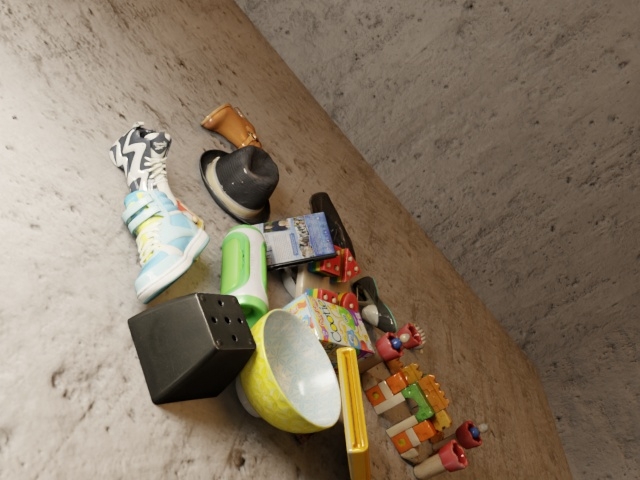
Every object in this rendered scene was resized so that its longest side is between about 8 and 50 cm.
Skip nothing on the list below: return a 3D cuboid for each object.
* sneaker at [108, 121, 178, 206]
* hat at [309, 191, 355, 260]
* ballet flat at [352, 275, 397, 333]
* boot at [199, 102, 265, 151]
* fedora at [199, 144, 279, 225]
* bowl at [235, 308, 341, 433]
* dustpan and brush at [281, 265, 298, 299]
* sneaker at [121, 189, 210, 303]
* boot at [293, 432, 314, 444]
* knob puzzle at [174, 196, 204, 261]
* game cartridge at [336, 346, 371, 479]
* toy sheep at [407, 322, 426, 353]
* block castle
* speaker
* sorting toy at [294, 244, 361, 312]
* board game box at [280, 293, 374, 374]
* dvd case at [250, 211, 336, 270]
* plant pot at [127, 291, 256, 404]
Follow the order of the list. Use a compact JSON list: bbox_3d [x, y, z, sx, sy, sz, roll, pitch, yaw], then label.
[{"bbox_3d":[-0.406,-0.189,1.404,0.235,0.153,0.094,54,31,14],"label":"sneaker"},{"bbox_3d":[0.000,0.000,2.012,0.331,0.134,0.331,48,32,-44],"label":"hat"},{"bbox_3d":[0.186,0.243,2.089,0.096,0.095,0.280,-6,38,-15],"label":"ballet flat"},{"bbox_3d":[-0.295,-0.358,2.010,0.220,0.109,0.283,57,14,-2],"label":"boot"},{"bbox_3d":[-0.226,-0.202,1.822,0.334,0.152,0.334,43,24,-25],"label":"fedora"},{"bbox_3d":[-0.098,0.316,1.297,0.289,0.156,0.289,49,21,-26],"label":"bowl"},{"bbox_3d":[-0.089,0.109,1.762,0.211,0.060,0.147,37,27,-36],"label":"dustpan and brush"},{"bbox_3d":[-0.379,0.000,1.260,0.208,0.127,0.319,49,15,-12],"label":"sneaker"},{"bbox_3d":[-0.054,0.429,1.400,0.114,0.037,0.106,53,19,11],"label":"boot"},{"bbox_3d":[-0.376,-0.058,1.470,0.213,0.030,0.213,43,25,-25],"label":"knob puzzle"},{"bbox_3d":[0.088,0.468,1.377,0.285,0.052,0.324,-95,176,-51],"label":"game cartridge"},{"bbox_3d":[0.379,0.387,2.273,0.132,0.091,0.091,63,23,8],"label":"toy sheep"},{"bbox_3d":[0.329,0.497,1.834,0.453,0.213,0.303,60,23,14],"label":"block castle"},{"bbox_3d":[-0.197,0.091,1.479,0.131,0.131,0.296,39,26,-32],"label":"speaker"},{"bbox_3d":[0.038,0.131,1.791,0.255,0.089,0.257,25,65,-52],"label":"sorting toy"},{"bbox_3d":[0.004,0.269,1.603,0.275,0.144,0.142,25,36,-49],"label":"board game box"},{"bbox_3d":[-0.093,0.005,1.702,0.022,0.253,0.180,85,-7,-48],"label":"dvd case"},{"bbox_3d":[-0.244,0.204,1.166,0.188,0.167,0.187,17,43,-58],"label":"plant pot"}]
